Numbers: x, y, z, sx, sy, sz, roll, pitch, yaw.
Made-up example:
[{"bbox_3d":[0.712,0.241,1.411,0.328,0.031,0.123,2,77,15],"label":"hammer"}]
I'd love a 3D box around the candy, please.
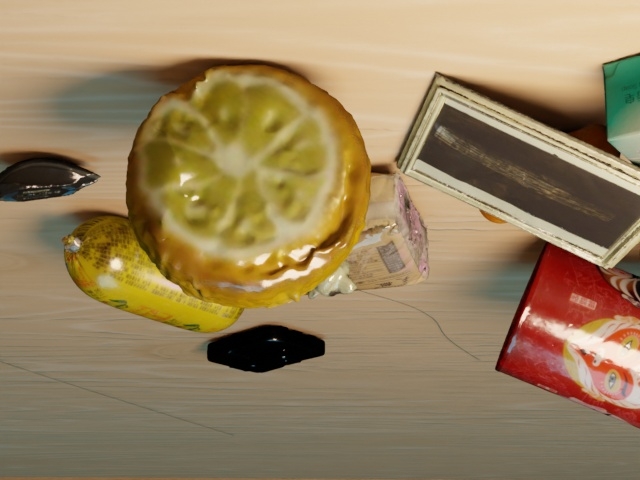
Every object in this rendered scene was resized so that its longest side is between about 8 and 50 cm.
[{"bbox_3d":[-0.073,-0.058,1.258,0.260,0.259,0.118,3,165,-5],"label":"candy"}]

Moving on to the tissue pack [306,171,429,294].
[{"bbox_3d":[0.000,0.000,1.588,0.257,0.122,0.215,-3,160,14],"label":"tissue pack"}]

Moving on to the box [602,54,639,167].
[{"bbox_3d":[0.418,-0.119,1.300,0.153,0.092,0.245,-14,154,33],"label":"box"}]

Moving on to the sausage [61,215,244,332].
[{"bbox_3d":[-0.228,0.051,1.726,0.123,0.123,0.347,-15,154,36],"label":"sausage"}]

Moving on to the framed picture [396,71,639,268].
[{"bbox_3d":[0.235,-0.067,1.379,0.293,0.018,0.231,25,157,3],"label":"framed picture"}]

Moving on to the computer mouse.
[{"bbox_3d":[-0.339,-0.078,1.499,0.135,0.047,0.079,-6,173,-14],"label":"computer mouse"}]

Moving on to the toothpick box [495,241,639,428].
[{"bbox_3d":[0.436,0.152,1.707,0.333,0.204,0.204,23,161,8],"label":"toothpick box"}]

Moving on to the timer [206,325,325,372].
[{"bbox_3d":[-0.100,0.204,2.221,0.144,0.055,0.187,21,151,-41],"label":"timer"}]

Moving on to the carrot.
[{"bbox_3d":[0.262,-0.075,1.460,0.067,0.067,0.225,12,156,-27],"label":"carrot"}]

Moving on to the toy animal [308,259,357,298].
[{"bbox_3d":[-0.039,-0.022,1.435,0.225,0.094,0.121,40,140,-10],"label":"toy animal"}]
